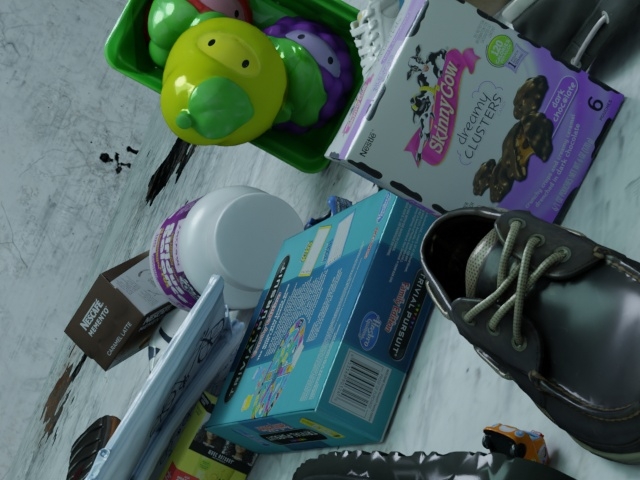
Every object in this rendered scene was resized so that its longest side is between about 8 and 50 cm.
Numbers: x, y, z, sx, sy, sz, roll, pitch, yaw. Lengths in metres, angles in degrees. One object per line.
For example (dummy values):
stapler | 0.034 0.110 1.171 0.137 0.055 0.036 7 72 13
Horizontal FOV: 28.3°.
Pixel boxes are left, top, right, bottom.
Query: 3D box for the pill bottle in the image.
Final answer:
pill bottle | -0.127 0.014 1.755 0.169 0.169 0.301 -66 16 -14

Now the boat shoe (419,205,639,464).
boat shoe | 0.152 0.053 0.880 0.132 0.130 0.355 -63 16 -1

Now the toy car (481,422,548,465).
toy car | 0.125 0.156 0.941 0.040 0.060 0.122 -35 9 -28

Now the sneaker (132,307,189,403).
sneaker | -0.194 0.175 1.857 0.153 0.094 0.235 -34 23 44

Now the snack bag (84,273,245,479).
snack bag | -0.182 0.222 1.539 0.323 0.037 0.342 -59 -11 -23

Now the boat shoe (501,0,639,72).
boat shoe | 0.291 -0.250 1.055 0.112 0.095 0.335 -43 3 -42

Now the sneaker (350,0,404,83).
sneaker | 0.081 -0.257 1.685 0.087 0.092 0.229 -42 27 48

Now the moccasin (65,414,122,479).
moccasin | -0.303 0.395 1.778 0.139 0.147 0.380 -44 15 10

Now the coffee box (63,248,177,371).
coffee box | -0.269 0.090 2.013 0.141 0.098 0.246 -53 -12 31

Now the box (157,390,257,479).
box | -0.152 0.303 1.514 0.232 0.087 0.058 -61 16 1

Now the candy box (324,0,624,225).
candy box | 0.129 -0.097 1.076 0.165 0.196 0.070 -63 16 0

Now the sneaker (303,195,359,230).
sneaker | 0.000 0.000 1.581 0.135 0.058 0.052 -59 16 16

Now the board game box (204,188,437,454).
board game box | 0.007 0.094 1.365 0.336 0.079 0.254 -26 39 65

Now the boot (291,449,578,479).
boot | 0.037 0.282 0.865 0.348 0.131 0.260 -27 38 63

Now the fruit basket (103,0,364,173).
fruit basket | -0.113 -0.261 1.797 0.283 0.392 0.392 -62 16 2

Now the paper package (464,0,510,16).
paper package | 0.235 -0.393 1.146 0.309 0.168 0.325 -50 7 -34
